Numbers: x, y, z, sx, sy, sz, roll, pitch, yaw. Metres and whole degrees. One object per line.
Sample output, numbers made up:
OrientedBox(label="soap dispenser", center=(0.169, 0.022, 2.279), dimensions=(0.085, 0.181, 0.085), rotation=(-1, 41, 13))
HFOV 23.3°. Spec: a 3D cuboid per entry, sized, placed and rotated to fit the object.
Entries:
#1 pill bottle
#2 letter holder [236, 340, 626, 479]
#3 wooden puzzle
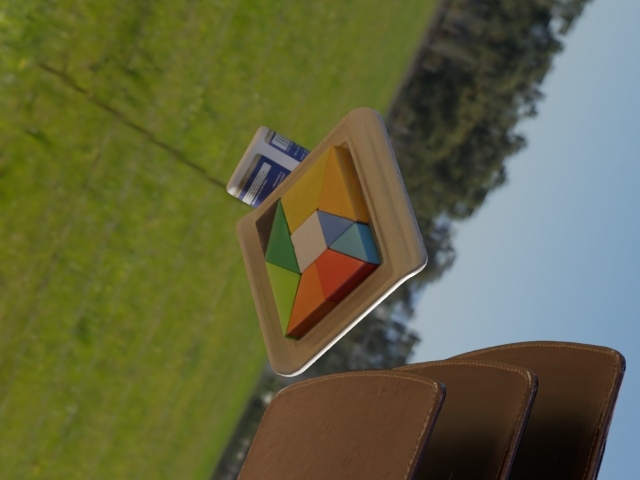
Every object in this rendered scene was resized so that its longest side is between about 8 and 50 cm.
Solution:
OrientedBox(label="pill bottle", center=(-0.022, -0.060, 1.899), dimensions=(0.094, 0.169, 0.094), rotation=(-60, -176, 7))
OrientedBox(label="letter holder", center=(0.078, 0.154, 1.226), dimensions=(0.302, 0.152, 0.214), rotation=(-14, -128, 64))
OrientedBox(label="wooden puzzle", center=(0.000, 0.000, 1.704), dimensions=(0.238, 0.044, 0.221), rotation=(-40, -129, 34))
